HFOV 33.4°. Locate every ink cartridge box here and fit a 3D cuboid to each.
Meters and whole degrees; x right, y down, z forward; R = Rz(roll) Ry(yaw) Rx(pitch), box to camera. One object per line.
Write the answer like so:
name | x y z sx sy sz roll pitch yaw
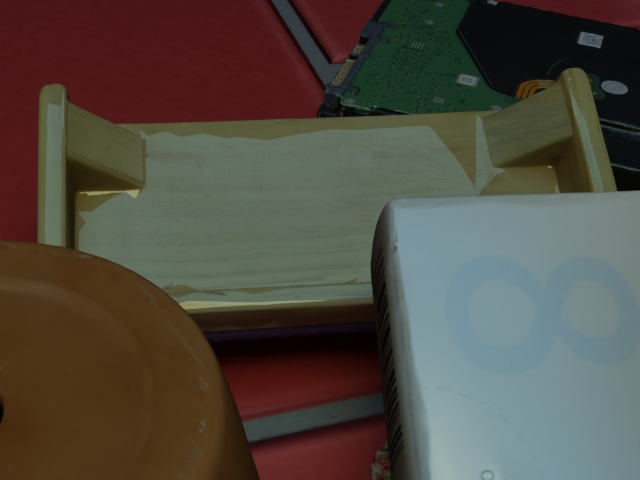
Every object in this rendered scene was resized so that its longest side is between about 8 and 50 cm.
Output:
ink cartridge box | 0.228 0.123 0.502 0.385 0.091 0.308 -3 60 -3

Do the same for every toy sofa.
toy sofa | 0.000 0.000 0.701 0.363 0.177 0.150 -3 64 -9

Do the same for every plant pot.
plant pot | -0.138 0.138 0.449 0.291 0.203 0.290 3 39 -3

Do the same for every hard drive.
hard drive | 0.191 -0.116 0.902 0.339 0.064 0.237 15 40 11

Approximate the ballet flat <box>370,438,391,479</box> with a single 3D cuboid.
ballet flat | 0.150 0.111 0.609 0.241 0.077 0.091 -1 40 -6
